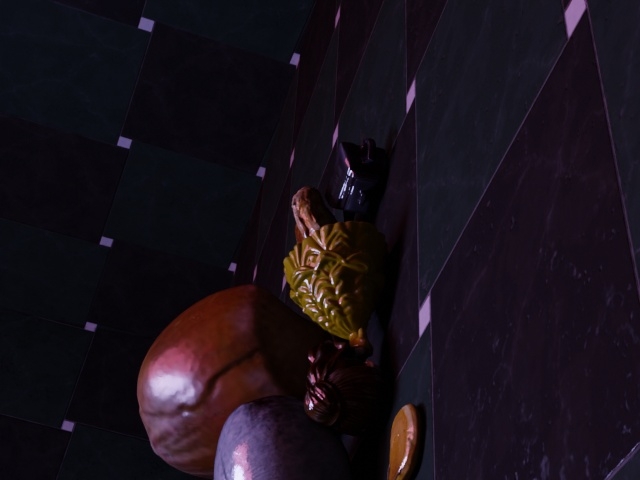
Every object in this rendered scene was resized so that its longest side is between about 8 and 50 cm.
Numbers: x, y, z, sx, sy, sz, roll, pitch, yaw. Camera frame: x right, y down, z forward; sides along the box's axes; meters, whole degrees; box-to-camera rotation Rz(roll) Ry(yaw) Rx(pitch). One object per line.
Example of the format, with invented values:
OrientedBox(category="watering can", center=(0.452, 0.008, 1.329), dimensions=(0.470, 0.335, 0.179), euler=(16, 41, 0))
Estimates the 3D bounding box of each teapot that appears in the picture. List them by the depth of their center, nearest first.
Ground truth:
OrientedBox(category="teapot", center=(0.067, -0.095, 1.954), dimensions=(0.096, 0.087, 0.177), euler=(-101, 24, -56))

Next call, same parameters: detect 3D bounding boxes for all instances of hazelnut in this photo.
OrientedBox(category="hazelnut", center=(-0.141, 0.261, 1.956), dimensions=(0.315, 0.372, 0.372), euler=(-126, 47, -61))

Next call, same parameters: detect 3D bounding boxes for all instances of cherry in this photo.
OrientedBox(category="cherry", center=(-0.055, 0.375, 1.655), dimensions=(0.255, 0.218, 0.296), euler=(-70, -30, -74))

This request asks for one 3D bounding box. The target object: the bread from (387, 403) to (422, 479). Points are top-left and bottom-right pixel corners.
OrientedBox(category="bread", center=(0.107, 0.266, 1.444), dimensions=(0.110, 0.024, 0.110), euler=(-169, 90, -80))

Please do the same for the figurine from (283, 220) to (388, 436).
OrientedBox(category="figurine", center=(0.042, 0.151, 1.695), dimensions=(0.187, 0.168, 0.315), euler=(-28, 48, 24))

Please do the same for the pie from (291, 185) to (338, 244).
OrientedBox(category="pie", center=(0.000, 0.000, 2.016), dimensions=(0.205, 0.084, 0.179), euler=(69, 178, -71))
